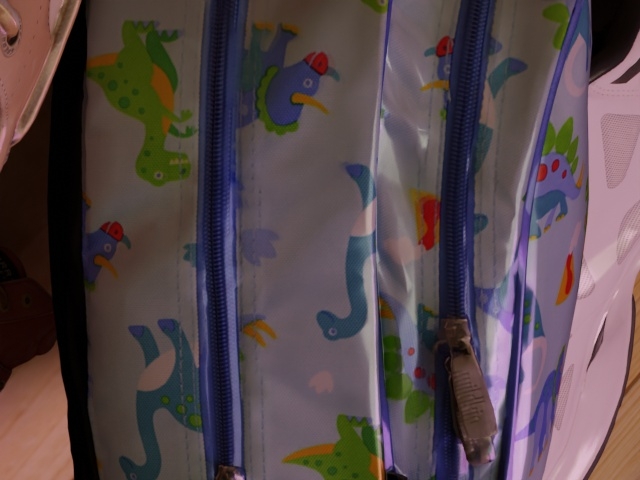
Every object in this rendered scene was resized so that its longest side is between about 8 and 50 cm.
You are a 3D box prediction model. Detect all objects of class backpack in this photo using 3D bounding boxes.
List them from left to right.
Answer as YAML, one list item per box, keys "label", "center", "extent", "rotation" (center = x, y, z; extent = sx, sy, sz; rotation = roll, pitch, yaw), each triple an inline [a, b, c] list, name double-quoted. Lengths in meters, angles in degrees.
- label: "backpack"
  center: [0.000, 0.000, 0.782]
  extent: [0.290, 0.273, 0.355]
  rotation: [-60, 138, -63]

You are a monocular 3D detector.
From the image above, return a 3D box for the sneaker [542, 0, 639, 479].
- label: "sneaker"
  center: [0.091, -0.005, 1.108]
  extent: [0.257, 0.169, 0.447]
  rotation: [27, 94, -55]

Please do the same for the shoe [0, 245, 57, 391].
- label: "shoe"
  center: [-0.163, 0.025, 0.810]
  extent: [0.081, 0.063, 0.178]
  rotation: [-44, 159, -17]

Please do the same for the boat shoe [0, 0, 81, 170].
- label: "boat shoe"
  center: [-0.127, -0.080, 0.607]
  extent: [0.122, 0.110, 0.341]
  rotation: [10, 117, -23]
